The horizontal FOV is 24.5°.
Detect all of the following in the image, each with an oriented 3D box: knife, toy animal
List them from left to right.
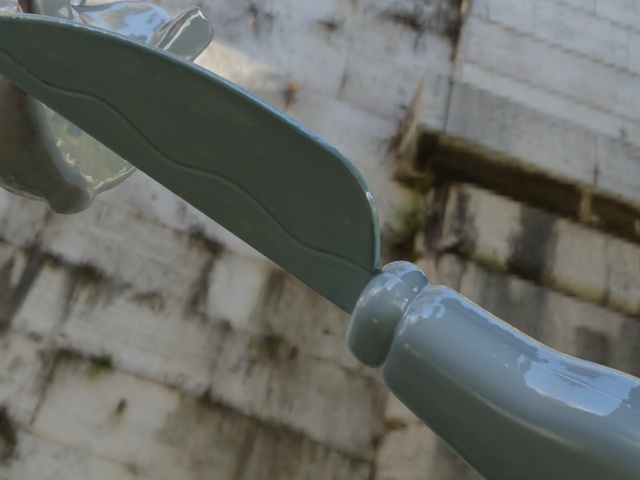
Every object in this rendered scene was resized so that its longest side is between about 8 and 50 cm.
[{"bbox_3d":[-0.199,-0.128,0.830,0.282,0.141,0.138,34,-65,34],"label":"toy animal"},{"bbox_3d":[0.001,-0.001,0.535,0.331,0.044,0.080,37,-39,8],"label":"knife"}]
